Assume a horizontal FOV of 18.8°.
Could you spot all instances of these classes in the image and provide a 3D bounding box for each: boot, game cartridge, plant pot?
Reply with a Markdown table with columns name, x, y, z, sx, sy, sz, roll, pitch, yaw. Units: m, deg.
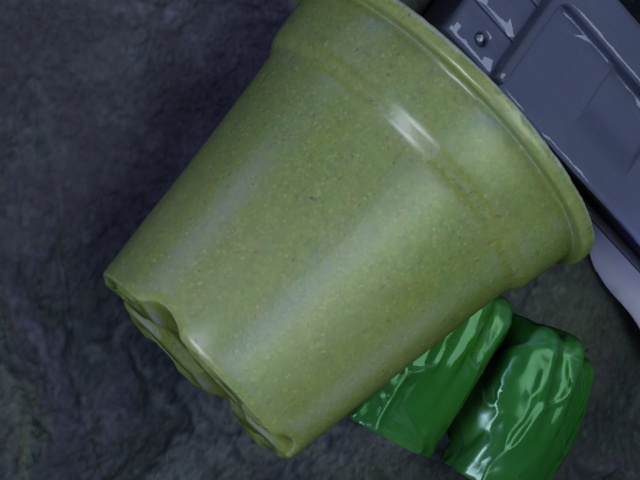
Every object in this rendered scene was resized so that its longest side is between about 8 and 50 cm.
| name | x | y | z | sx | sy | sz | roll | pitch | yaw |
| --- | --- | --- | --- | --- | --- | --- | --- | --- | --- |
| boot | 0.296 | 0.021 | 1.692 | 0.190 | 0.069 | 0.086 | 59 | 41 | -29 |
| game cartridge | 0.260 | -0.137 | 1.570 | 0.355 | 0.068 | 0.230 | 44 | 75 | -25 |
| plant pot | 0.000 | 0.000 | 1.318 | 0.254 | 0.276 | 0.276 | -45 | 126 | -9 |

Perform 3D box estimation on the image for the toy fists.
| name | x | y | z | sx | sy | sz | roll | pitch | yaw |
| --- | --- | --- | --- | --- | --- | --- | --- | --- | --- |
| toy fists | 0.117 | 0.107 | 1.531 | 0.279 | 0.096 | 0.142 | 31 | 90 | -42 |
